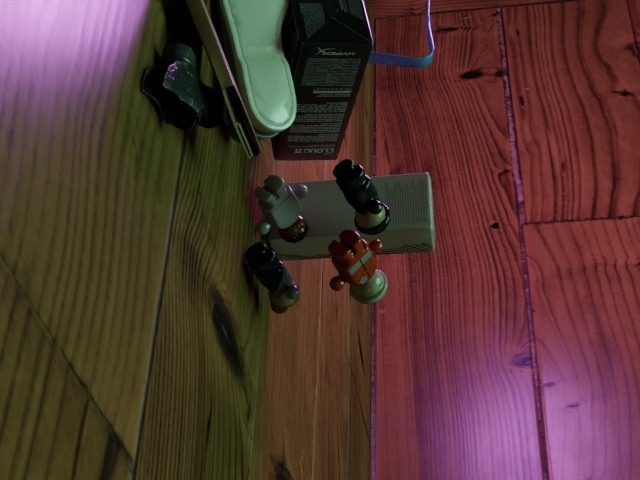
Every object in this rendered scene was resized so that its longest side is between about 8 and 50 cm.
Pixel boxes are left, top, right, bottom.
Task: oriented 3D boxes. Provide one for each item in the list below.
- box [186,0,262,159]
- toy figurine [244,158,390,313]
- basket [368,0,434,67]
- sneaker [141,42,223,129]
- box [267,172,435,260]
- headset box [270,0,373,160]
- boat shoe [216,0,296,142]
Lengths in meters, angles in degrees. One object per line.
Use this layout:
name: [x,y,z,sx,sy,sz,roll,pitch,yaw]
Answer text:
box: [-0.125,-0.220,1.311,0.164,0.021,0.201,70,-1,-64]
toy figurine: [0.000,0.000,1.659,0.148,0.210,0.213,59,26,-49]
basket: [0.065,-0.425,2.019,0.201,0.289,0.254,88,4,-49]
sneaker: [-0.154,-0.155,1.221,0.170,0.051,0.089,66,22,-57]
box: [0.053,-0.038,1.815,0.094,0.275,0.113,71,18,-64]
headset box: [-0.018,-0.278,1.678,0.293,0.110,0.218,108,-23,-52]
boat shoe: [-0.110,-0.291,1.541,0.099,0.116,0.319,-28,-114,51]
